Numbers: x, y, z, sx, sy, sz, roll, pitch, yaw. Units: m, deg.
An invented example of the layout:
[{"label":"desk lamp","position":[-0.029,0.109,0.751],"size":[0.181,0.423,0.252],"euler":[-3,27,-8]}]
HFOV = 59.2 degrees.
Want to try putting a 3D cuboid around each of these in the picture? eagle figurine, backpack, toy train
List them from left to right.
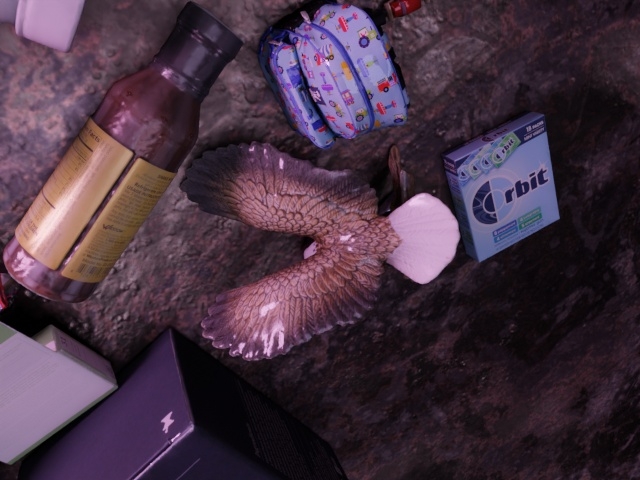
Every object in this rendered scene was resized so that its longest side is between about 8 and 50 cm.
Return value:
[{"label":"eagle figurine","position":[-0.004,0.006,0.704],"size":[0.298,0.226,0.225],"euler":[-6,135,-25]},{"label":"backpack","position":[0.018,-0.181,0.631],"size":[0.117,0.173,0.158],"euler":[-31,121,-7]},{"label":"toy train","position":[0.104,-0.293,0.695],"size":[0.158,0.036,0.027],"euler":[-29,120,-8]}]

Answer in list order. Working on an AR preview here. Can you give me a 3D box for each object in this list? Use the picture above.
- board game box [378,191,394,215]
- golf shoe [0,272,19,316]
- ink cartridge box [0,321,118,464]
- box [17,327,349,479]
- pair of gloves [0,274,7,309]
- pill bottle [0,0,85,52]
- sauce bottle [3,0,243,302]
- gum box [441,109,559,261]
[{"label":"board game box","position":[0.113,-0.017,0.834],"size":[0.090,0.020,0.090],"euler":[-46,122,3]},{"label":"golf shoe","position":[-0.433,0.091,0.632],"size":[0.186,0.067,0.086],"euler":[-39,100,-11]},{"label":"ink cartridge box","position":[-0.379,0.163,0.655],"size":[0.171,0.056,0.235],"euler":[-35,138,-4]},{"label":"box","position":[-0.163,0.373,0.786],"size":[0.293,0.212,0.395],"euler":[-42,122,1]},{"label":"pair of gloves","position":[-0.424,0.030,0.594],"size":[0.159,0.023,0.198],"euler":[-19,92,-5]},{"label":"pill bottle","position":[-0.333,-0.271,0.456],"size":[0.283,0.161,0.161],"euler":[17,106,-28]},{"label":"sauce bottle","position":[-0.208,-0.093,0.616],"size":[0.111,0.111,0.344],"euler":[34,97,-31]},{"label":"gum box","position":[0.279,-0.080,0.860],"size":[0.157,0.041,0.184],"euler":[-27,119,-9]}]
